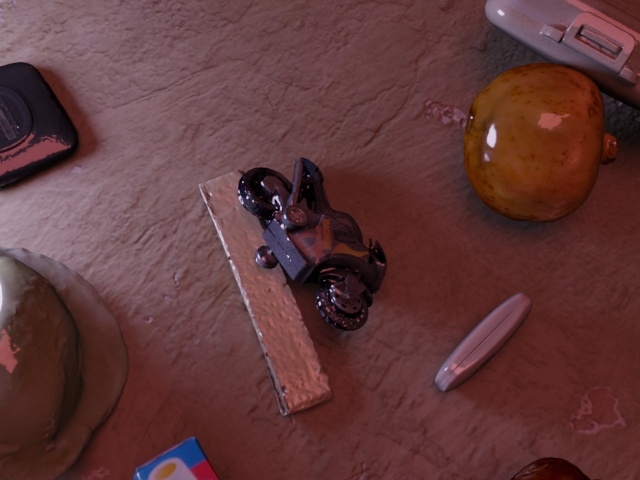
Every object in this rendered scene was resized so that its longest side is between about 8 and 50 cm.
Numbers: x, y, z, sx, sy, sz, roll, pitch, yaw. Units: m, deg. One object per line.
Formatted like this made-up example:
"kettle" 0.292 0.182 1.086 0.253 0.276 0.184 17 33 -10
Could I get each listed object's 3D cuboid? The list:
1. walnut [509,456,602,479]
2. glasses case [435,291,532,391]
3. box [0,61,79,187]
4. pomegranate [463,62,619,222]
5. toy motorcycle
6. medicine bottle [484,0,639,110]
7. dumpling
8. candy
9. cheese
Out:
"walnut" 0.313 0.435 1.102 0.221 0.244 0.269 23 70 47
"glasses case" 0.245 0.151 1.266 0.197 0.076 0.049 -41 74 -18
"box" -0.517 -0.190 1.369 0.201 0.042 0.212 -29 72 -13
"pomegranate" 0.338 -0.150 1.312 0.248 0.248 0.248 1 68 -4
"toy motorcycle" 0.000 0.000 1.287 0.173 0.108 0.307 -16 63 -41
"medicine bottle" 0.452 -0.318 1.380 0.375 0.282 0.123 33 108 8
"dumpling" -0.411 0.163 1.144 0.270 0.212 0.321 15 78 -1
"candy" -0.113 0.408 1.041 0.100 0.157 0.306 -30 50 -18
"cheese" -0.087 0.069 1.298 0.085 0.034 0.400 -18 71 -11
